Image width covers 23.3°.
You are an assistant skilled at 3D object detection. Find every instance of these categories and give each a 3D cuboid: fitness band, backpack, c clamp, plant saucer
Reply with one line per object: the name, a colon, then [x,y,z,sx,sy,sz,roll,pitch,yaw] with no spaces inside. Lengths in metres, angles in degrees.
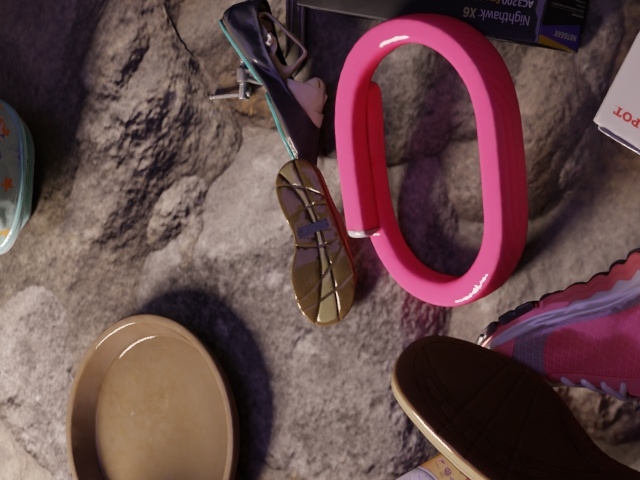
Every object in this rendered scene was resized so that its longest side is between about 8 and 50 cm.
fitness band: [0.106,-0.077,1.525,0.209,0.054,0.291,6,108,45]
backpack: [-0.467,-0.084,1.950,0.253,0.191,0.225,9,96,46]
c clamp: [-0.071,-0.235,1.743,0.137,0.022,0.161,8,93,39]
plant saucer: [-0.191,0.224,1.809,0.277,0.041,0.278,-1,88,39]

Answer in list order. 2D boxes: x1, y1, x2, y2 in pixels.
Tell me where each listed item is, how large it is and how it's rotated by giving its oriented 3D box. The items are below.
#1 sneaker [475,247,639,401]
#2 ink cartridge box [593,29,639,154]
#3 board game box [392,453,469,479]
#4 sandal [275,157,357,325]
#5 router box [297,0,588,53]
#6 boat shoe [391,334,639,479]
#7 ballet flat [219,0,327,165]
sneaker: [0.264,0.099,1.396,0.314,0.116,0.136,-32,70,34]
ink cartridge box: [0.349,-0.152,1.359,0.139,0.082,0.191,38,112,34]
board game box: [0.163,0.317,1.484,0.165,0.042,0.243,-31,67,15]
sandal: [0.000,0.000,1.655,0.072,0.049,0.180,-15,88,22]
router box: [0.133,-0.329,1.543,0.308,0.081,0.243,15,98,39]
boat shoe: [0.198,0.223,1.400,0.342,0.123,0.123,34,144,7]
ballet flat: [-0.037,-0.174,1.677,0.074,0.074,0.203,-33,81,33]
